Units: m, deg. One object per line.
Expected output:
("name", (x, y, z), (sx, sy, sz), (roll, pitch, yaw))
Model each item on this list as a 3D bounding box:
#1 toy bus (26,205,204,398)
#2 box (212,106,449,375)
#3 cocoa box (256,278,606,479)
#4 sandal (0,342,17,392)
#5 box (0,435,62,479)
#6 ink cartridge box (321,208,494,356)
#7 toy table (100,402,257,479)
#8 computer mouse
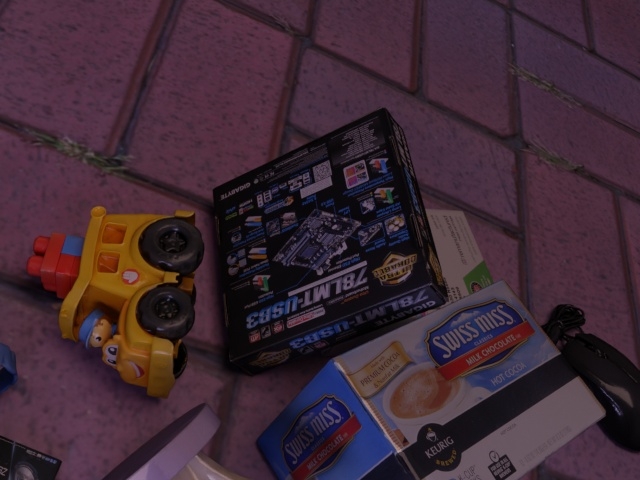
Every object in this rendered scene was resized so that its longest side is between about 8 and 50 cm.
("toy bus", (-0.257, 0.067, 1.078), (0.211, 0.149, 0.220), (8, 53, -11))
("box", (0.000, 0.000, 1.191), (0.073, 0.295, 0.293), (42, 30, -52))
("cocoa box", (0.142, 0.237, 1.119), (0.347, 0.231, 0.228), (-18, 66, -41))
("sandal", (-0.425, 0.173, 0.893), (0.138, 0.126, 0.317), (37, 46, -8))
("box", (-0.335, 0.257, 0.951), (0.083, 0.018, 0.067), (27, 45, -12))
("ink cartridge box", (0.115, 0.058, 1.327), (0.278, 0.117, 0.201), (2, 55, -31))
("toy table", (-0.142, 0.288, 0.910), (0.161, 0.252, 0.274), (53, 13, 1))
("computer mouse", (0.474, 0.226, 1.455), (0.188, 0.072, 0.272), (-27, 73, -44))
